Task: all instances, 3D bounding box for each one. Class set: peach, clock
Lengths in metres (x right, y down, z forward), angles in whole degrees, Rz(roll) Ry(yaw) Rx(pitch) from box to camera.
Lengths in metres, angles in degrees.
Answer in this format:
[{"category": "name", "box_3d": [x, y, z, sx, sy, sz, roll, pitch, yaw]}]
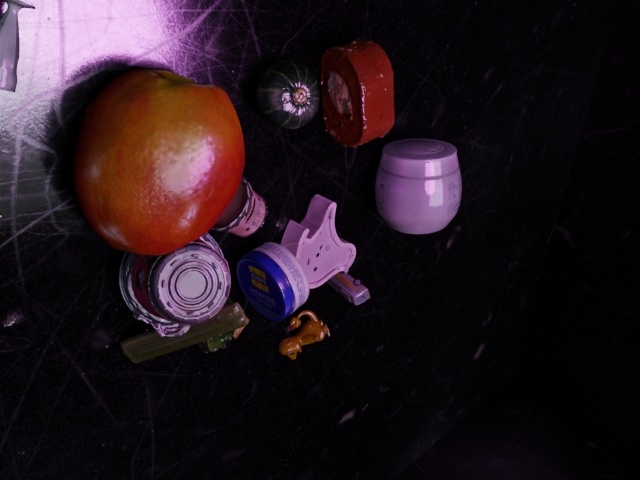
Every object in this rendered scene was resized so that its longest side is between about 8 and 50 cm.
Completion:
[{"category": "peach", "box_3d": [-0.333, -0.146, 1.240, 0.306, 0.243, 0.380, -14, 124, -48]}, {"category": "clock", "box_3d": [0.000, 0.000, 1.836, 0.276, 0.080, 0.290, -15, 126, -42]}]

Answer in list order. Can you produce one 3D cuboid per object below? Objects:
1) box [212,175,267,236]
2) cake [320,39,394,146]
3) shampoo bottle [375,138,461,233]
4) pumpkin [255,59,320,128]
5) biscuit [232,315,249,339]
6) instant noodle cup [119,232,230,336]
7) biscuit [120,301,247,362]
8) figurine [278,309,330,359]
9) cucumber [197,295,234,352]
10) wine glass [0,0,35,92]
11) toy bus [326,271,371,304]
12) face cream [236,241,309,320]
[{"category": "box", "box_3d": [-0.214, -0.083, 1.493, 0.151, 0.151, 0.135, -59, 151, -1]}, {"category": "cake", "box_3d": [0.104, -0.389, 1.611, 0.151, 0.177, 0.282, -27, 131, -35]}, {"category": "shampoo bottle", "box_3d": [0.309, -0.179, 1.902, 0.273, 0.273, 0.266, -24, 122, -37]}, {"category": "pumpkin", "box_3d": [-0.080, -0.358, 1.468, 0.167, 0.125, 0.167, -17, 124, -27]}, {"category": "biscuit", "box_3d": [-0.254, 0.249, 1.767, 0.081, 0.018, 0.083, -52, 143, -9]}, {"category": "instant noodle cup", "box_3d": [-0.317, 0.090, 1.383, 0.259, 0.182, 0.302, -12, 100, -27]}, {"category": "biscuit", "box_3d": [-0.348, 0.237, 1.529, 0.323, 0.038, 0.099, -19, 133, -5]}, {"category": "figurine", "box_3d": [-0.068, 0.306, 1.970, 0.176, 0.121, 0.122, -37, 110, -12]}, {"category": "cucumber", "box_3d": [-0.300, 0.149, 1.587, 0.145, 0.105, 0.325, -35, 134, -26]}, {"category": "wine glass", "box_3d": [-0.538, -0.336, 1.021, 0.073, 0.073, 0.154, 12, 102, -51]}, {"category": "toy bus", "box_3d": [0.085, 0.143, 1.949, 0.072, 0.172, 0.057, -36, 137, -19]}, {"category": "face cream", "box_3d": [-0.130, 0.110, 1.661, 0.111, 0.206, 0.205, -35, 137, -35]}]
